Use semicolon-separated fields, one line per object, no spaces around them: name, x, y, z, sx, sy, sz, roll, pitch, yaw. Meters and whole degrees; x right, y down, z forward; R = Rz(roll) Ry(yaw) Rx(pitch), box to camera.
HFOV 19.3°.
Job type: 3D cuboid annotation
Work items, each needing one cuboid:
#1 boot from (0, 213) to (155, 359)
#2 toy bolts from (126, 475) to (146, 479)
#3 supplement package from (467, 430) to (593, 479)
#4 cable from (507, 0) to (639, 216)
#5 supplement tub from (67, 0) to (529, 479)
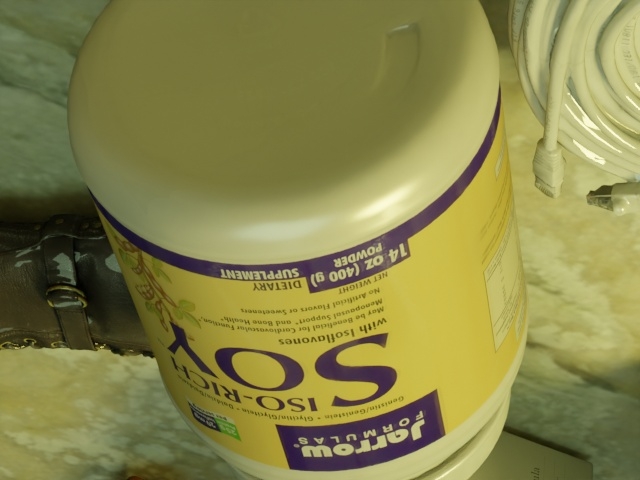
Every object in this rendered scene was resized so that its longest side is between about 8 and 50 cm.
boot;-0.209;0.065;1.368;0.229;0.091;0.263;6;140;3
toy bolts;-0.051;0.275;1.590;0.228;0.158;0.218;-9;106;60
supplement package;0.075;0.221;1.479;0.244;0.139;0.134;21;142;-17
cable;0.233;-0.128;1.050;0.257;0.089;0.257;-3;140;12
supplement tub;0.000;0.000;1.127;0.241;0.241;0.331;-1;141;11
